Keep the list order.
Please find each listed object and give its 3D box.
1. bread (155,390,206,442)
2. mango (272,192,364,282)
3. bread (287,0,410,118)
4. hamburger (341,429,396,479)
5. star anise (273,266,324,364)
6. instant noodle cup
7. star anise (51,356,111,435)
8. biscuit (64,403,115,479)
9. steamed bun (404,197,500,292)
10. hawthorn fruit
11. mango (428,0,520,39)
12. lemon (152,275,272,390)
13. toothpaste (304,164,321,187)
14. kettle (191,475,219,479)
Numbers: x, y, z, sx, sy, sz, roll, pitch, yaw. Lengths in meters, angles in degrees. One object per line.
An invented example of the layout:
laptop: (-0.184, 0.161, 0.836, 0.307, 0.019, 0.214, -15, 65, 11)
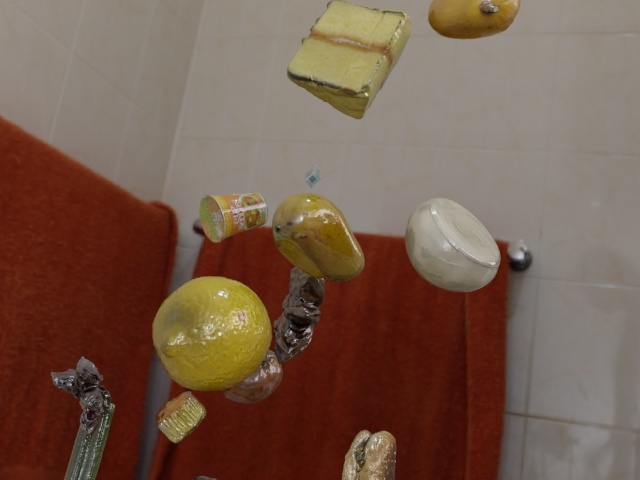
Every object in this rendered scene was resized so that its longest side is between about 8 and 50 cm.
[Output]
bread: (-0.407, 0.508, 2.102, 0.114, 0.132, 0.190, 49, -14, -6)
mango: (0.000, 0.000, 1.699, 0.262, 0.167, 0.130, 50, -19, -24)
bread: (0.068, -0.478, 1.802, 0.236, 0.263, 0.198, 30, -16, 2)
hamburger: (0.122, 0.650, 1.944, 0.146, 0.285, 0.243, 12, -12, 16)
star anise: (-0.058, 0.185, 1.973, 0.108, 0.315, 0.315, 13, -13, -8)
instant noodle cup: (-0.282, -0.088, 2.401, 0.185, 0.168, 0.168, -14, 3, -35)
star anise: (-0.714, 0.461, 2.215, 0.129, 0.212, 0.283, -31, 16, -1)
biscuit: (-0.738, 0.665, 2.286, 0.099, 0.322, 0.038, 12, -27, -3)
steamed bun: (0.281, 0.022, 1.612, 0.232, 0.231, 0.145, 18, -53, -35)
hawthorn fruit: (-0.229, 0.403, 2.151, 0.200, 0.199, 0.251, 14, -38, -23)
mango: (0.316, -0.487, 1.515, 0.177, 0.119, 0.317, -22, 20, -4)
lemon: (-0.215, 0.185, 1.428, 0.229, 0.228, 0.253, 6, -2, 13)
toothpaste: (-0.022, -0.192, 2.172, 0.034, 0.046, 0.164, 47, 8, -9)
kettle: (-0.276, 0.844, 2.102, 0.271, 0.250, 0.207, 7, -15, 31)
